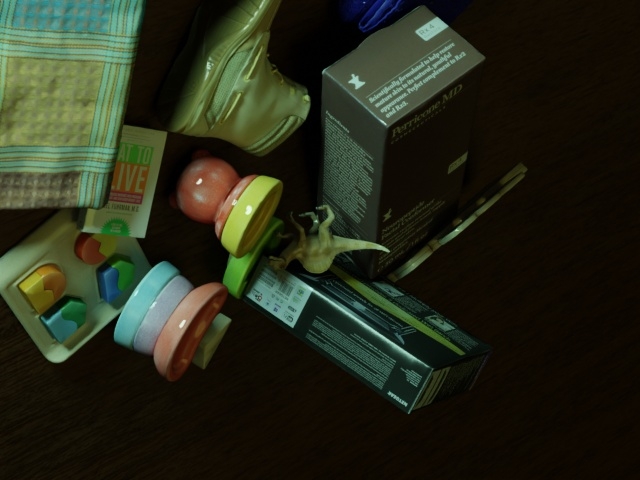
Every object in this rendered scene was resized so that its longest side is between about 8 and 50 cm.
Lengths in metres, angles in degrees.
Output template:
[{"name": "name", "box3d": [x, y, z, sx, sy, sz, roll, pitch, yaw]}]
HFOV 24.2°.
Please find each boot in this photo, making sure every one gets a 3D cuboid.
[{"name": "boot", "box3d": [-0.079, -0.239, 1.972, 0.203, 0.095, 0.262, 16, 107, -50]}]

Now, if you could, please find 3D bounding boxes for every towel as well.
[{"name": "towel", "box3d": [-0.341, -0.197, 1.729, 0.271, 0.040, 0.370, -3, 121, -29]}, {"name": "towel", "box3d": [0.187, -0.390, 2.052, 0.227, 0.076, 0.308, 1, 145, -46]}]

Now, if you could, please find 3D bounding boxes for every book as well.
[{"name": "book", "box3d": [-0.260, -0.079, 1.930, 0.096, 0.035, 0.144, 5, 99, -43]}]

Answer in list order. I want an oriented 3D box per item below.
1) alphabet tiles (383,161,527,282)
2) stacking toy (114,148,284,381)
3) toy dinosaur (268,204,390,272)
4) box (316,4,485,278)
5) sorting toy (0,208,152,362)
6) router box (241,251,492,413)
[{"name": "alphabet tiles", "box3d": [0.207, -0.024, 2.366, 0.284, 0.021, 0.278, -40, 180, -25]}, {"name": "stacking toy", "box3d": [-0.176, 0.036, 2.091, 0.309, 0.130, 0.279, -59, 171, -6]}, {"name": "toy dinosaur", "box3d": [0.000, 0.000, 2.137, 0.183, 0.053, 0.093, -10, 82, -21]}, {"name": "box", "box3d": [0.108, -0.134, 2.144, 0.191, 0.143, 0.381, -36, 153, -22]}, {"name": "sorting toy", "box3d": [-0.321, 0.050, 1.984, 0.193, 0.038, 0.208, -42, 141, -16]}, {"name": "router box", "box3d": [0.072, 0.122, 2.193, 0.243, 0.308, 0.081, -6, 126, -62]}]
